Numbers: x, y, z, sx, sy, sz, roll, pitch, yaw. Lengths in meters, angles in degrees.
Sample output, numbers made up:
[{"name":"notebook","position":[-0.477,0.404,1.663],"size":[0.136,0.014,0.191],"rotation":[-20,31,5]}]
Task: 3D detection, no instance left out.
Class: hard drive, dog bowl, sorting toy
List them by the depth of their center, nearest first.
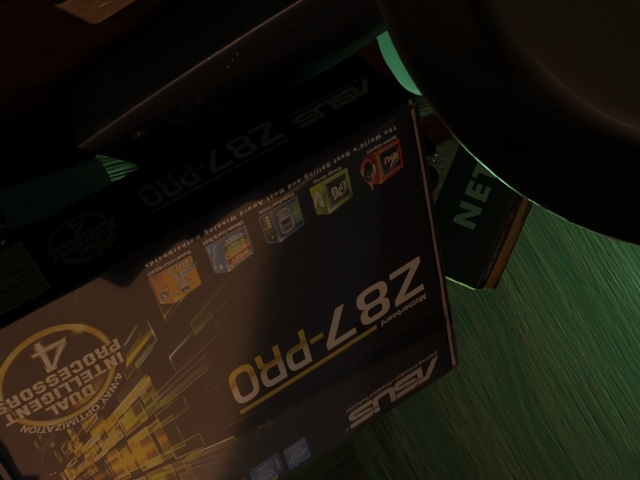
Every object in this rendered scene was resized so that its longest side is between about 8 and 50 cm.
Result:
[{"name":"dog bowl","position":[0.187,-0.168,0.553],"size":[0.348,0.349,0.102],"rotation":[-29,-175,0]},{"name":"sorting toy","position":[-0.126,-0.151,0.661],"size":[0.062,0.012,0.083],"rotation":[-26,175,9]},{"name":"hard drive","position":[-0.051,-0.141,0.822],"size":[0.254,0.054,0.172],"rotation":[-31,171,11]}]

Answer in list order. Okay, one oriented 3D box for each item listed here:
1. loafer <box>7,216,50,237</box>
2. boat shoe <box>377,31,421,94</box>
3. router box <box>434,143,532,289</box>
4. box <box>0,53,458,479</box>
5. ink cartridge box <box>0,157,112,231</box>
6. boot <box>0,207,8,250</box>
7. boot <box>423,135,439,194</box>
[{"name":"loafer","position":[-0.258,0.036,0.857],"size":[0.170,0.062,0.061],"rotation":[-34,165,11]},{"name":"boat shoe","position":[0.174,-0.218,0.837],"size":[0.156,0.136,0.367],"rotation":[-26,174,-21]},{"name":"router box","position":[0.214,-0.098,1.287],"size":[0.309,0.081,0.243],"rotation":[-68,166,4]},{"name":"box","position":[-0.084,0.076,0.906],"size":[0.395,0.097,0.318],"rotation":[-30,136,-17]},{"name":"ink cartridge box","position":[-0.310,0.023,0.962],"size":[0.224,0.045,0.223],"rotation":[-21,168,-40]},{"name":"boot","position":[-0.290,-0.004,0.644],"size":[0.207,0.094,0.246],"rotation":[-23,177,-16]},{"name":"boot","position":[0.139,-0.102,1.602],"size":[0.198,0.077,0.137],"rotation":[-20,162,-51]}]
